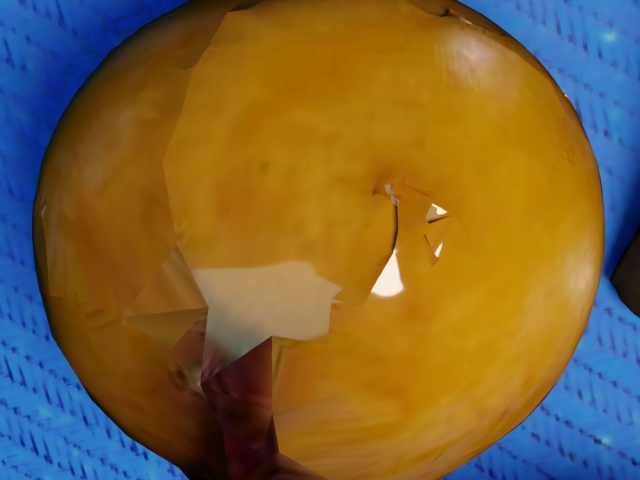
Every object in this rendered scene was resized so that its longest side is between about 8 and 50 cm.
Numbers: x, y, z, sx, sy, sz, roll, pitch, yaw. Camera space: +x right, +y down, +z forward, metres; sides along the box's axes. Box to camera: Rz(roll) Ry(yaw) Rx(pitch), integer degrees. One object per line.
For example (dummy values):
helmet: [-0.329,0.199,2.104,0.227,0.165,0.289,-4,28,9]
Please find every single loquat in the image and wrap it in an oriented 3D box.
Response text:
loquat: [0.000,0.000,0.659,0.235,0.235,0.235,2,106,8]

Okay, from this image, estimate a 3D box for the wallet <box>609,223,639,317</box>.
wallet: [0.245,-0.039,0.628,0.170,0.044,0.321,19,139,0]
